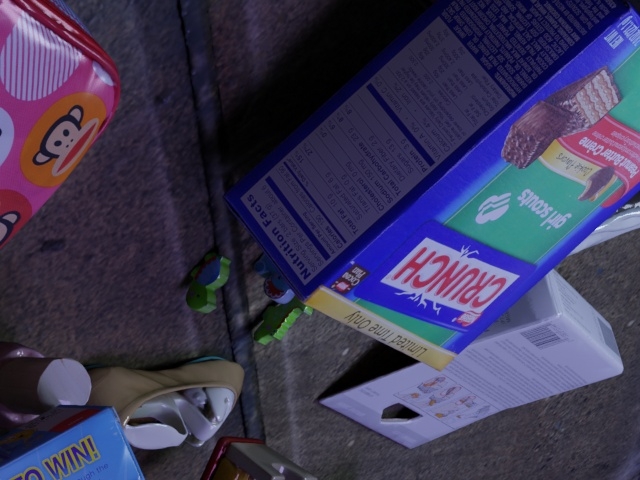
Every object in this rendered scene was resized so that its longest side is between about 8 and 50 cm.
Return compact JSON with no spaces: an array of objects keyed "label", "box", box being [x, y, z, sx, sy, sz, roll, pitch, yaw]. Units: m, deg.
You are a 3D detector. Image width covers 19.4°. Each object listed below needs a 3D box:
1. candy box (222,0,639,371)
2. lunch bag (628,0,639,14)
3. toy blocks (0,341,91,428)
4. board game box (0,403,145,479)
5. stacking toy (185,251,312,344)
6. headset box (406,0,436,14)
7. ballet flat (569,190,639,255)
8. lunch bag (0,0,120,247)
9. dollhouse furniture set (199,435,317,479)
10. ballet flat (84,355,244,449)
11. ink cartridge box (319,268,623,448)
[{"label":"candy box","box":[0.124,-0.064,1.430,0.317,0.122,0.268,-42,153,11]},{"label":"lunch bag","box":[0.415,-0.206,1.605,0.305,0.256,0.213,-21,147,-38]},{"label":"toy blocks","box":[-0.262,0.271,1.389,0.288,0.309,0.260,-38,-164,-27]},{"label":"board game box","box":[-0.217,0.308,1.212,0.308,0.302,0.086,-28,-170,-29]},{"label":"stacking toy","box":[0.000,0.000,1.566,0.221,0.052,0.167,-45,154,6]},{"label":"headset box","box":[0.098,-0.202,1.388,0.083,0.062,0.032,-43,153,-3]},{"label":"ballet flat","box":[0.285,-0.059,1.818,0.400,0.139,0.139,-22,147,-29]},{"label":"lunch bag","box":[-0.275,-0.058,1.035,0.293,0.120,0.258,-46,150,3]},{"label":"dollhouse furniture set","box":[-0.182,0.334,1.638,0.201,0.152,0.374,14,102,-59]},{"label":"ballet flat","box":[-0.128,0.146,1.581,0.232,0.073,0.080,2,130,-55]},{"label":"ink cartridge box","box":[0.159,0.125,1.955,0.261,0.066,0.296,-20,159,15]}]
